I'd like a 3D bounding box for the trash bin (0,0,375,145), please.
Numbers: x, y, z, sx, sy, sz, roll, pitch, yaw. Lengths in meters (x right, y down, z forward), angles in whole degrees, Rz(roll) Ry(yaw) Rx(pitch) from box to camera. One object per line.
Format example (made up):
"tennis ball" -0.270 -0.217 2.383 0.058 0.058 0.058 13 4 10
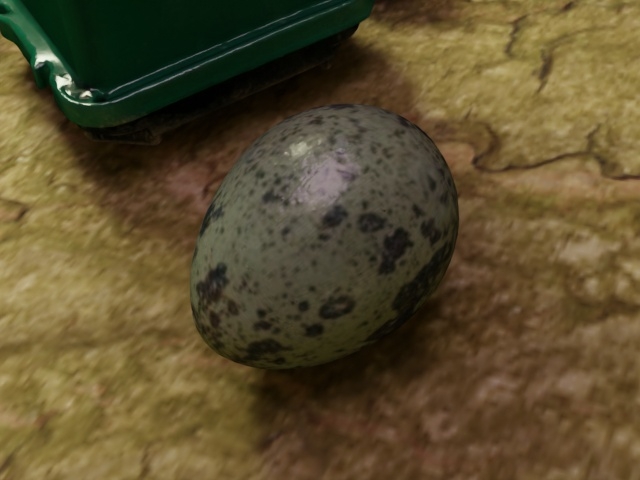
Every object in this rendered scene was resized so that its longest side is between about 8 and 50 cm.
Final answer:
"trash bin" -0.139 -0.300 0.750 0.259 0.381 0.295 -25 45 -17

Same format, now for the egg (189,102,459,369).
"egg" 0.000 0.000 0.593 0.172 0.132 0.132 -43 51 -16
